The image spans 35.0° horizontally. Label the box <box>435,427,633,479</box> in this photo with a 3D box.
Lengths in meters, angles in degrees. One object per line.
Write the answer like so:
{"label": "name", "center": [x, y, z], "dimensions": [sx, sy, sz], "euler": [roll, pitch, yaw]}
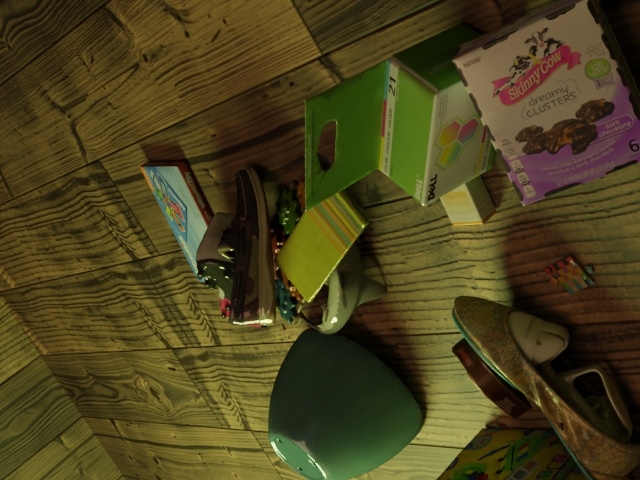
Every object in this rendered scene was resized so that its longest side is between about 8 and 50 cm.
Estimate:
{"label": "box", "center": [0.304, 0.451, 1.589], "dimensions": [0.279, 0.290, 0.177], "euler": [-13, 113, 56]}

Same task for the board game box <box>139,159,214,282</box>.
{"label": "board game box", "center": [-0.258, -0.034, 2.052], "dimensions": [0.145, 0.027, 0.281], "euler": [3, 125, 48]}

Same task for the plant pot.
{"label": "plant pot", "center": [0.016, 0.333, 1.883], "dimensions": [0.290, 0.195, 0.290], "euler": [31, 150, 20]}

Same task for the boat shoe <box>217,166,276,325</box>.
{"label": "boat shoe", "center": [-0.132, 0.010, 1.758], "dimensions": [0.103, 0.092, 0.285], "euler": [115, 149, -74]}

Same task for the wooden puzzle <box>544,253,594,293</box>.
{"label": "wooden puzzle", "center": [0.344, 0.047, 1.396], "dimensions": [0.049, 0.006, 0.083], "euler": [51, 148, 0]}

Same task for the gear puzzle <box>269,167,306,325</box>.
{"label": "gear puzzle", "center": [-0.049, 0.006, 1.743], "dimensions": [0.339, 0.044, 0.175], "euler": [113, 140, -51]}

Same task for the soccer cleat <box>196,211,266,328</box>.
{"label": "soccer cleat", "center": [-0.147, 0.061, 1.952], "dimensions": [0.116, 0.143, 0.331], "euler": [6, 155, 13]}

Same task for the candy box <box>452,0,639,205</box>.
{"label": "candy box", "center": [0.267, -0.162, 1.155], "dimensions": [0.165, 0.070, 0.196], "euler": [-22, 108, 25]}

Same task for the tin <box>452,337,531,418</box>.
{"label": "tin", "center": [0.260, 0.208, 1.545], "dimensions": [0.190, 0.040, 0.106], "euler": [40, -163, -47]}

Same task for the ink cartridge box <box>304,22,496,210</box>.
{"label": "ink cartridge box", "center": [0.107, -0.131, 1.268], "dimensions": [0.097, 0.255, 0.188], "euler": [42, 148, 32]}

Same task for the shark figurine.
{"label": "shark figurine", "center": [0.051, 0.101, 1.742], "dimensions": [0.278, 0.116, 0.166], "euler": [104, 155, -43]}

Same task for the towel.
{"label": "towel", "center": [0.000, 0.000, 1.634], "dimensions": [0.102, 0.021, 0.237], "euler": [52, 140, 16]}

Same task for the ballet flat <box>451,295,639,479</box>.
{"label": "ballet flat", "center": [0.340, 0.192, 1.464], "dimensions": [0.348, 0.123, 0.123], "euler": [50, 148, 4]}

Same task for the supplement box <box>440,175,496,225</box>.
{"label": "supplement box", "center": [0.198, -0.072, 1.429], "dimensions": [0.062, 0.036, 0.098], "euler": [-1, 121, 52]}
